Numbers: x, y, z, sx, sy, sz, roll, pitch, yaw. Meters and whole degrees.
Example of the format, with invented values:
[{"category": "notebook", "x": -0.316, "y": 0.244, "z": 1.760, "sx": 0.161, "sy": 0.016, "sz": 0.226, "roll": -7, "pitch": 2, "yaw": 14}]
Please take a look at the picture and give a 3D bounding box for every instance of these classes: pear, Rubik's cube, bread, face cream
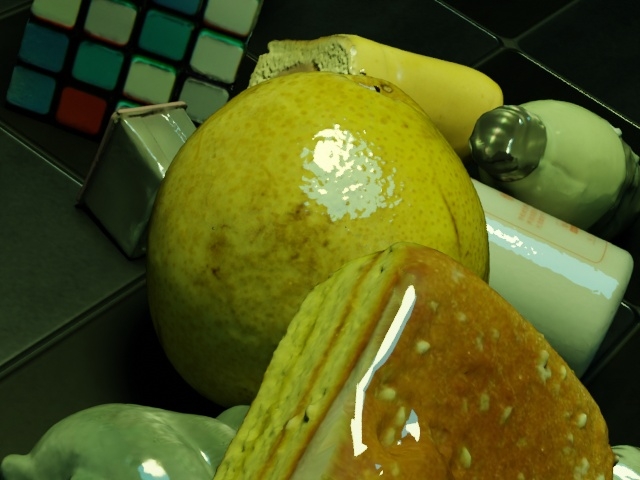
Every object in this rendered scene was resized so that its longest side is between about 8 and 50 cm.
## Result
[{"category": "pear", "x": 0.000, "y": 0.000, "z": 1.030, "sx": 0.208, "sy": 0.209, "sz": 0.209, "roll": 16, "pitch": 35, "yaw": -11}, {"category": "Rubik's cube", "x": -0.117, "y": -0.166, "z": 1.235, "sx": 0.151, "sy": 0.155, "sz": 0.154, "roll": 19, "pitch": 34, "yaw": -6}, {"category": "bread", "x": 0.040, "y": 0.139, "z": 0.845, "sx": 0.184, "sy": 0.110, "sz": 0.234, "roll": 42, "pitch": 55, "yaw": -25}, {"category": "bread", "x": 0.039, "y": -0.091, "z": 1.261, "sx": 0.173, "sy": 0.085, "sz": 0.134, "roll": 10, "pitch": -4, "yaw": -34}, {"category": "face cream", "x": 0.075, "y": 0.001, "z": 1.172, "sx": 0.251, "sy": 0.101, "sz": 0.101, "roll": 26, "pitch": 34, "yaw": 4}]

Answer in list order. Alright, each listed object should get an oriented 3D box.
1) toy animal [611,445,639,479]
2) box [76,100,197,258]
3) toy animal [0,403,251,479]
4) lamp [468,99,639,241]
[{"category": "toy animal", "x": 0.157, "y": 0.192, "z": 0.981, "sx": 0.255, "sy": 0.090, "sz": 0.170, "roll": -6, "pitch": 40, "yaw": -40}, {"category": "box", "x": -0.108, "y": -0.038, "z": 1.133, "sx": 0.060, "sy": 0.085, "sz": 0.063, "roll": -11, "pitch": 53, "yaw": -41}, {"category": "toy animal", "x": -0.050, "y": 0.122, "z": 0.929, "sx": 0.138, "sy": 0.108, "sz": 0.236, "roll": 39, "pitch": 37, "yaw": 22}, {"category": "lamp", "x": 0.174, "y": -0.045, "z": 1.261, "sx": 0.101, "sy": 0.101, "sz": 0.250, "roll": 46, "pitch": 11, "yaw": 29}]
